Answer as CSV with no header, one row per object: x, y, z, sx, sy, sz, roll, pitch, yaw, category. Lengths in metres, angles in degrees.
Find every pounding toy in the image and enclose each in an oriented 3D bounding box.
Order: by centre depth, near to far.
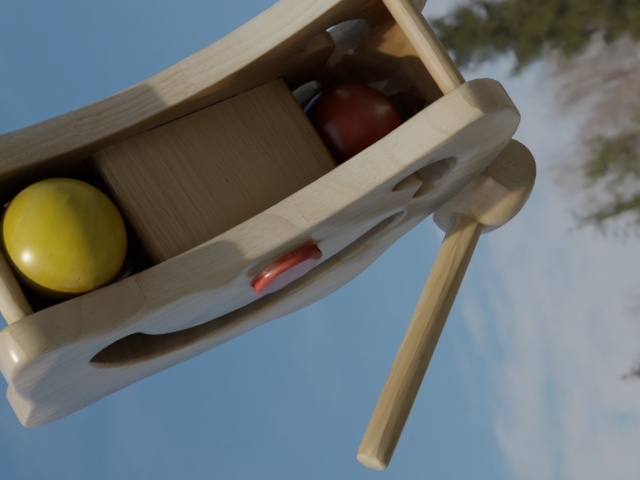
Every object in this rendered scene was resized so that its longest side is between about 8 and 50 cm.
0.000,0.000,0.597,0.269,0.154,0.155,-23,-105,-33,pounding toy
